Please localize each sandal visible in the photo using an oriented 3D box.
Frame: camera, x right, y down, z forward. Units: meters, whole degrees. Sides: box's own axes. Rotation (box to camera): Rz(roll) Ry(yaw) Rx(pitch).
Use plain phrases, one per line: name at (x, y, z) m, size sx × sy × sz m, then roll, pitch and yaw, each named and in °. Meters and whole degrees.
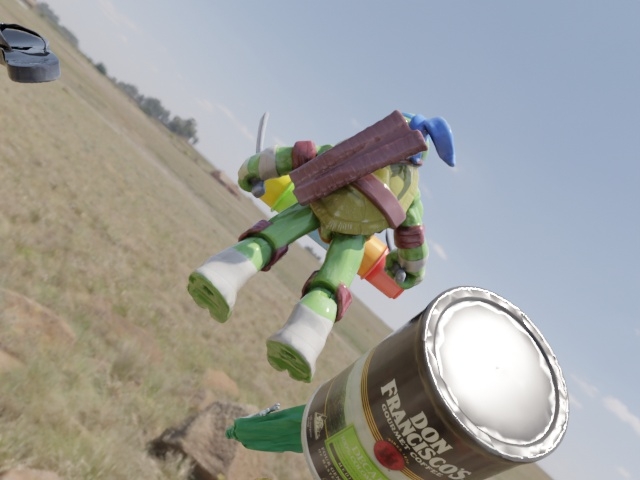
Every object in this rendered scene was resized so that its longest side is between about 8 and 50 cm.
sandal at (-0.459, -0.300, 1.043) m, size 0.254 × 0.097 × 0.054 m, roll 34°, pitch -49°, yaw 44°

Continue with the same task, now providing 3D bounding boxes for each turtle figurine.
turtle figurine at (0.000, 0.000, 0.673) m, size 0.275 × 0.266 × 0.197 m, roll 0°, pitch -48°, yaw 50°

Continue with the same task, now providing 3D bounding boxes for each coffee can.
coffee can at (0.127, 0.207, 0.825) m, size 0.201 × 0.201 × 0.275 m, roll 43°, pitch -45°, yaw 0°

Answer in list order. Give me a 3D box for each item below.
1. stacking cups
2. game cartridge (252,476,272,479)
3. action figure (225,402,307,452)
stacking cups at (0.014, -0.019, 1.123) m, size 0.316 × 0.096 × 0.096 m, roll 42°, pitch -3°, yaw -3°
game cartridge at (-0.194, 0.377, 0.638) m, size 0.052 × 0.286 × 0.323 m, roll 62°, pitch 17°, yaw -9°
action figure at (-0.092, 0.386, 1.385) m, size 0.063 × 0.232 × 0.137 m, roll -60°, pitch 138°, yaw -62°
